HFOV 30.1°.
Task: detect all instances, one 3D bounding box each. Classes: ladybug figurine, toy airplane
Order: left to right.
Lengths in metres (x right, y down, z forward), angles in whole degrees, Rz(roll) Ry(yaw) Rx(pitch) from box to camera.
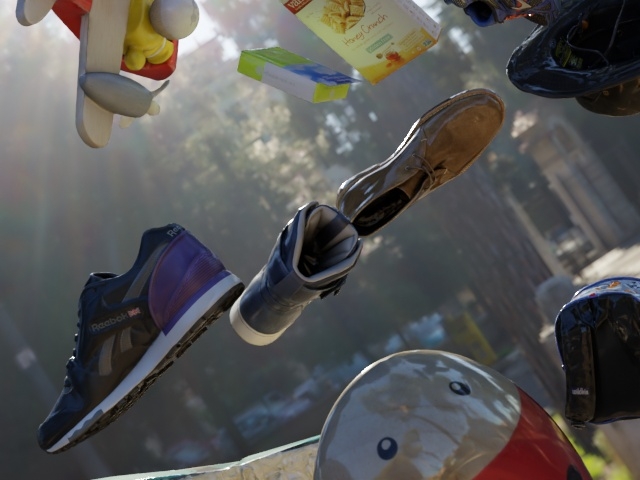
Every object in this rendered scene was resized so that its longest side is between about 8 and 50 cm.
[{"bbox_3d":[-0.345,-0.400,2.043,0.272,0.386,0.384,1,29,16],"label":"toy airplane"},{"bbox_3d":[0.173,0.315,1.200,0.305,0.449,0.162,-41,20,-21],"label":"ladybug figurine"}]

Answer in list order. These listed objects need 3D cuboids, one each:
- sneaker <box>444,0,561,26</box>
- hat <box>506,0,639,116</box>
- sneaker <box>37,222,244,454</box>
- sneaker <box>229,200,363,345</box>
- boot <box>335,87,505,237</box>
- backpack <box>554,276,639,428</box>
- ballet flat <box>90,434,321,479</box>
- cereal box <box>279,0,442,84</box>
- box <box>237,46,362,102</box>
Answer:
[{"bbox_3d":[0.215,-0.300,1.462,0.221,0.083,0.087,13,-85,-44],"label":"sneaker"},{"bbox_3d":[0.439,-0.257,1.679,0.331,0.134,0.331,-24,28,14],"label":"hat"},{"bbox_3d":[-0.216,0.100,1.263,0.283,0.124,0.107,-45,-5,10],"label":"sneaker"},{"bbox_3d":[0.001,0.002,1.303,0.163,0.086,0.226,-51,4,43],"label":"sneaker"},{"bbox_3d":[0.158,-0.107,1.791,0.305,0.112,0.115,-39,18,11],"label":"boot"},{"bbox_3d":[0.588,0.202,2.305,0.276,0.263,0.213,-16,16,29],"label":"backpack"},{"bbox_3d":[-0.133,0.326,1.441,0.409,0.147,0.147,-8,-13,-16],"label":"ballet flat"},{"bbox_3d":[0.066,-0.390,2.047,0.173,0.240,0.047,-29,30,46],"label":"cereal box"},{"bbox_3d":[-0.035,-0.272,1.971,0.109,0.178,0.042,-20,-49,-56],"label":"box"}]
